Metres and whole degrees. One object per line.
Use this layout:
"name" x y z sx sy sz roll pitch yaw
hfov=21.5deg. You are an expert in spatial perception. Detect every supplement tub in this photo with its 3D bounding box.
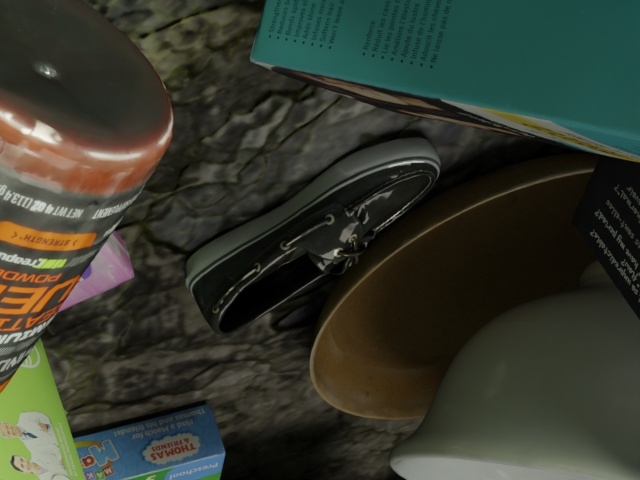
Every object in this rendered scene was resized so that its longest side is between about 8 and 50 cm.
"supplement tub" -0.145 0.000 0.650 0.106 0.106 0.198 7 132 -40

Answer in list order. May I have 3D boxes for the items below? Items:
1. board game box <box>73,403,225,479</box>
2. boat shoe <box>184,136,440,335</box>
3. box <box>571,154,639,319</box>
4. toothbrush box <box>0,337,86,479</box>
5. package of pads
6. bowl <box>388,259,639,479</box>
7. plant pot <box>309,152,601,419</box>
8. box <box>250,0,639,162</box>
"board game box" -0.146 0.183 1.014 0.160 0.039 0.211 -13 149 -18
"boat shoe" 0.000 0.000 0.824 0.142 0.040 0.049 -30 149 12
"box" 0.264 -0.014 0.710 0.247 0.163 0.142 -10 140 -24
"toothbrush box" -0.278 0.121 0.749 0.283 0.122 0.206 13 133 -46
"package of pads" -0.122 0.000 0.752 0.050 0.032 0.083 -26 149 4
"bowl" 0.193 0.092 0.891 0.298 0.134 0.298 14 167 3
"plant pot" 0.100 0.023 0.938 0.236 0.032 0.236 -17 150 -10
"box" 0.095 -0.065 0.610 0.100 0.244 0.060 13 92 -46
